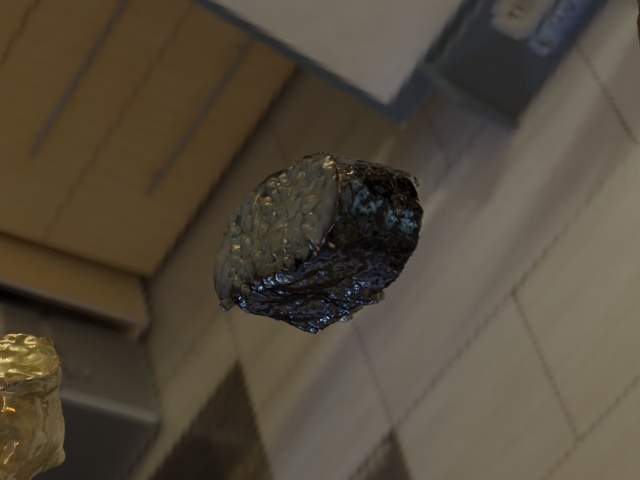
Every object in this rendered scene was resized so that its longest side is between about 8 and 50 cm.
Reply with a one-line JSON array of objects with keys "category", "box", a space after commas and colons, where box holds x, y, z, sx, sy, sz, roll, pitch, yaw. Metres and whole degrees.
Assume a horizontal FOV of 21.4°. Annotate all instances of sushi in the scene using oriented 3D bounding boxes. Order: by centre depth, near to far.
[{"category": "sushi", "box": [0.000, 0.000, 1.023, 0.150, 0.078, 0.091, -34, 42, 53]}]

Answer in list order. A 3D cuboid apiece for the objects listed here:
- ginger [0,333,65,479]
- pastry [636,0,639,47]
[{"category": "ginger", "box": [-0.322, 0.151, 0.950, 0.122, 0.348, 0.363, -76, -2, -48]}, {"category": "pastry", "box": [0.284, -0.164, 1.032, 0.100, 0.218, 0.229, 17, 53, 41]}]
